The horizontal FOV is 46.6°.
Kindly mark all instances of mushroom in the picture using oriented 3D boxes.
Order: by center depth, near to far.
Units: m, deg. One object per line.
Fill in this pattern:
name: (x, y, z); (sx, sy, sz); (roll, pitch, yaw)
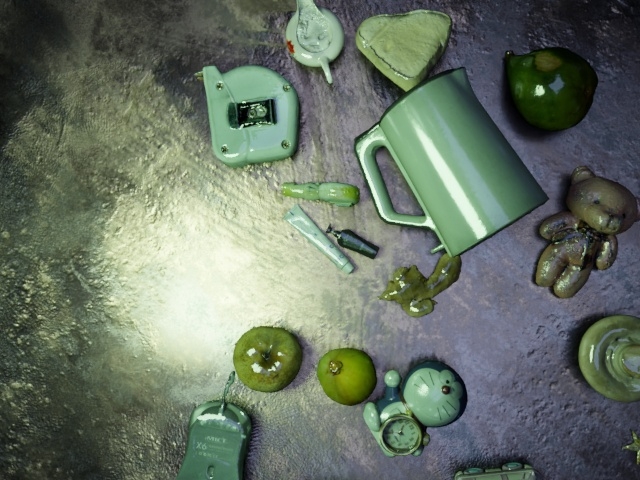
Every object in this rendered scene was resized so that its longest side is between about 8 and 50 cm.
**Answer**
mushroom: (0.698, 0.269, 1.688); (0.204, 0.204, 0.204); (0, 87, 4)

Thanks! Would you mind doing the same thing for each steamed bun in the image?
steamed bun: (0.194, -0.468, 1.808); (0.212, 0.110, 0.231); (29, 69, 17)

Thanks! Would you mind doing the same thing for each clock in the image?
clock: (0.225, 0.382, 1.741); (0.243, 0.146, 0.200); (-33, 90, 6)

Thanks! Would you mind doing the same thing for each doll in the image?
doll: (0.622, -0.006, 1.733); (0.201, 0.156, 0.303); (27, 93, -1)

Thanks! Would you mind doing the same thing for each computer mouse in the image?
computer mouse: (-0.243, 0.495, 1.789); (0.167, 0.090, 0.380); (13, 91, 3)

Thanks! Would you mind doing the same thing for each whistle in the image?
whistle: (0.000, -0.113, 1.811); (0.198, 0.104, 0.057); (4, 85, 17)

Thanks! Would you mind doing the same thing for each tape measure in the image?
tape measure: (-0.171, -0.310, 1.813); (0.246, 0.125, 0.243); (-9, 87, 4)

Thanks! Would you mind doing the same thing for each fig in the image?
fig: (0.530, -0.372, 1.761); (0.195, 0.195, 0.245); (-49, 50, 0)
fig: (0.062, 0.321, 1.771); (0.152, 0.120, 0.136); (25, 83, -18)

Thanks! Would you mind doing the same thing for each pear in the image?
pear: (-0.128, 0.281, 1.772); (0.167, 0.136, 0.167); (0, 83, 2)

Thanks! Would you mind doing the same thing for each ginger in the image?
ginger: (0.248, 0.095, 1.796); (0.133, 0.059, 0.214); (40, 92, 0)

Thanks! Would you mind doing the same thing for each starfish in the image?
starfish: (0.768, 0.488, 1.764); (0.086, 0.016, 0.092); (25, 86, 3)

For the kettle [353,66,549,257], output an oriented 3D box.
kettle: (0.280, -0.156, 1.744); (0.361, 0.250, 0.377); (-35, 82, 30)

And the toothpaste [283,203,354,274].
toothpaste: (0.000, 0.000, 1.833); (0.218, 0.033, 0.052); (44, 90, 7)

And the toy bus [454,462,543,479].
toy bus: (0.419, 0.601, 1.715); (0.202, 0.142, 0.142); (-7, 86, 3)

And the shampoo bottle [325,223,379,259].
shampoo bottle: (0.077, 0.002, 1.828); (0.137, 0.027, 0.048); (26, 98, 5)

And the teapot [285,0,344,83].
teapot: (-0.009, -0.491, 1.828); (0.145, 0.092, 0.226); (-22, 87, 5)
